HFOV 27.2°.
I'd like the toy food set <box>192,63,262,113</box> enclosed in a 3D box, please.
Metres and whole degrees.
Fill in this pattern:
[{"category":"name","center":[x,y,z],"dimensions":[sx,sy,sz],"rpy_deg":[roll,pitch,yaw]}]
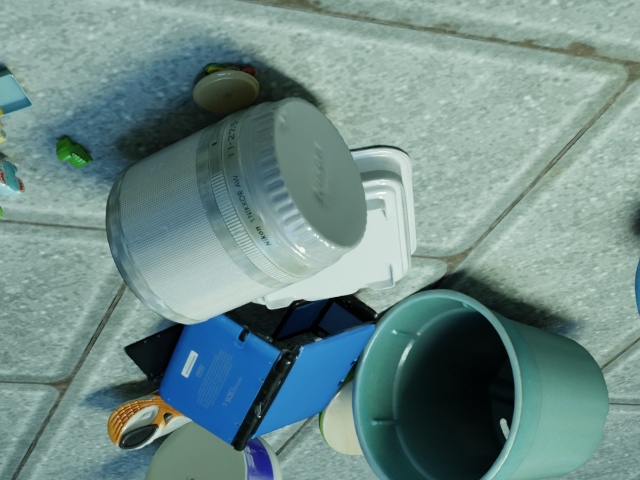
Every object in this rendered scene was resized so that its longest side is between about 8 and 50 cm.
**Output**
[{"category":"toy food set","center":[-0.111,-0.181,1.581],"dimensions":[0.083,0.020,0.082],"rpy_deg":[7,146,-26]}]

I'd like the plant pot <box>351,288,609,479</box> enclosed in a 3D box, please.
[{"category":"plant pot","center":[0.288,0.266,2.203],"dimensions":[0.334,0.341,0.341],"rpy_deg":[10,146,-46]}]

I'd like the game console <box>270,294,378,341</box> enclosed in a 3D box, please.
[{"category":"game console","center":[0.004,0.141,2.102],"dimensions":[0.124,0.085,0.144],"rpy_deg":[35,143,2]}]

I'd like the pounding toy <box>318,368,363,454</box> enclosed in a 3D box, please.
[{"category":"pounding toy","center":[0.083,0.257,2.347],"dimensions":[0.237,0.110,0.183],"rpy_deg":[-49,128,7]}]

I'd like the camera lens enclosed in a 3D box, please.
[{"category":"camera lens","center":[-0.109,-0.033,1.626],"dimensions":[0.274,0.219,0.219],"rpy_deg":[-23,148,28]}]

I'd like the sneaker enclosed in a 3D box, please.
[{"category":"sneaker","center":[-0.238,0.277,2.291],"dimensions":[0.262,0.099,0.121],"rpy_deg":[-22,176,5]}]

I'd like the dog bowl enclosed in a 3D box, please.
[{"category":"dog bowl","center":[-0.203,0.467,2.432],"dimensions":[0.264,0.265,0.104],"rpy_deg":[-27,145,28]}]

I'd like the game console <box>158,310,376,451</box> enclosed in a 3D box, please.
[{"category":"game console","center":[-0.091,0.192,2.121],"dimensions":[0.250,0.173,0.293],"rpy_deg":[33,138,5]}]

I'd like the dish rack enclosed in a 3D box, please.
[{"category":"dish rack","center":[0.000,0.000,1.882],"dimensions":[0.285,0.072,0.333],"rpy_deg":[-11,151,1]}]

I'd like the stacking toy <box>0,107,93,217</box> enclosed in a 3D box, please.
[{"category":"stacking toy","center":[-0.403,-0.084,1.594],"dimensions":[0.167,0.052,0.221],"rpy_deg":[-26,156,19]}]

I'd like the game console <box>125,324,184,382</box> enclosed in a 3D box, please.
[{"category":"game console","center":[-0.239,0.180,2.179],"dimensions":[0.122,0.071,0.107],"rpy_deg":[-23,178,24]}]

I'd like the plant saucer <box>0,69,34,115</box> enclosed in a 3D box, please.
[{"category":"plant saucer","center":[-0.433,-0.151,1.529],"dimensions":[0.192,0.018,0.067],"rpy_deg":[-16,151,5]}]

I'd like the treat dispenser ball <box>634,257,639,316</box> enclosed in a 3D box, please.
[{"category":"treat dispenser ball","center":[0.615,0.071,1.964],"dimensions":[0.288,0.288,0.288],"rpy_deg":[-7,150,-4]}]
